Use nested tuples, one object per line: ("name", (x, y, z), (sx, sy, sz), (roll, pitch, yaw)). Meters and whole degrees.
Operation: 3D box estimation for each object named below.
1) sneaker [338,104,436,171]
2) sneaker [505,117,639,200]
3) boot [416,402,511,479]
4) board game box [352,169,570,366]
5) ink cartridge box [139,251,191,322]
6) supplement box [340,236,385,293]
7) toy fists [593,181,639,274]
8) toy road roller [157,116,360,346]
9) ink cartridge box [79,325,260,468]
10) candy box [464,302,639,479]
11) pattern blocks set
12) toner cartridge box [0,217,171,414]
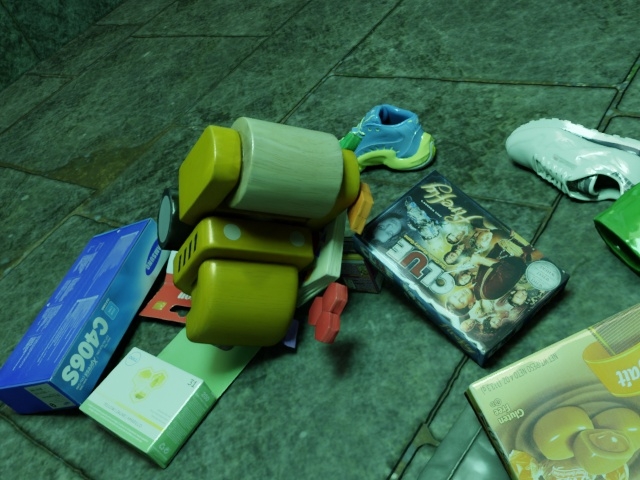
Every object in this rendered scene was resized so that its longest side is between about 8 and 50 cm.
("sneaker", (0.086, -0.191, 1.218), (0.240, 0.126, 0.091), (-2, 44, 26))
("sneaker", (0.378, -0.117, 1.019), (0.235, 0.090, 0.095), (20, 66, 43))
("boot", (0.120, 0.254, 0.732), (0.189, 0.076, 0.208), (25, 66, 28))
("board game box", (0.185, 0.029, 0.912), (0.165, 0.042, 0.243), (-39, 63, -17))
("ink cartridge box", (-0.190, 0.042, 1.143), (0.181, 0.056, 0.225), (4, 40, 31))
("supplement box", (0.059, 0.036, 1.005), (0.055, 0.083, 0.043), (1, 45, 28))
("toy fists", (0.471, 0.016, 0.807), (0.142, 0.096, 0.279), (-36, 39, 6))
("toy road roller", (-0.094, 0.008, 0.927), (0.329, 0.202, 0.240), (-41, 49, 53))
("ink cartridge box", (-0.215, 0.197, 0.991), (0.171, 0.056, 0.235), (14, 54, 39))
("candy box", (0.326, 0.159, 0.654), (0.316, 0.087, 0.183), (-26, 72, 0))
("pattern blocks set", (0.000, 0.000, 0.996), (0.285, 0.026, 0.325), (-21, 52, 63))
("toner cartridge box", (-0.391, 0.120, 1.131), (0.165, 0.075, 0.348), (-13, 39, 32))
